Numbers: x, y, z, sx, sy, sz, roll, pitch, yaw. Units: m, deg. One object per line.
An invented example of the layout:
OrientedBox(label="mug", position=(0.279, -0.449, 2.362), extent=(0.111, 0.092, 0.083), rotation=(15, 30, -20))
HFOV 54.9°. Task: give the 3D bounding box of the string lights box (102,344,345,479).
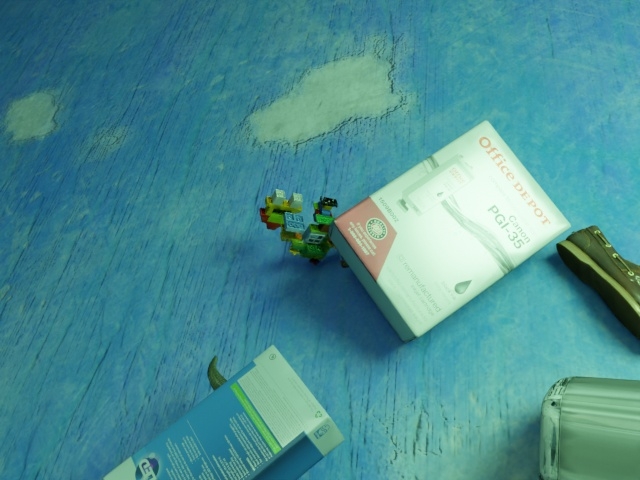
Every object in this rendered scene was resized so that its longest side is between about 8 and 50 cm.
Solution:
OrientedBox(label="string lights box", position=(-0.116, 0.263, 0.744), extent=(0.259, 0.077, 0.133), rotation=(-37, 48, -10))

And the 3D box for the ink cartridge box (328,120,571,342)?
OrientedBox(label="ink cartridge box", position=(0.185, -0.014, 0.916), extent=(0.283, 0.117, 0.207), rotation=(-34, 80, -9))

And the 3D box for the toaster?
OrientedBox(label="toaster", position=(0.326, 0.220, 0.673), extent=(0.146, 0.227, 0.129), rotation=(1, 89, 28))

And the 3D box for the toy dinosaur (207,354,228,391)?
OrientedBox(label="toy dinosaur", position=(-0.095, 0.301, 0.836), extent=(0.160, 0.121, 0.314), rotation=(-12, 44, -5))

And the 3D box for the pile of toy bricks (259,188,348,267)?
OrientedBox(label="pile of toy bricks", position=(0.000, 0.000, 1.032), extent=(0.212, 0.105, 0.118), rotation=(10, 47, -26))

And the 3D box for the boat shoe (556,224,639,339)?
OrientedBox(label="boat shoe", position=(0.420, 0.054, 0.859), extent=(0.073, 0.073, 0.207), rotation=(-27, 49, -1))
